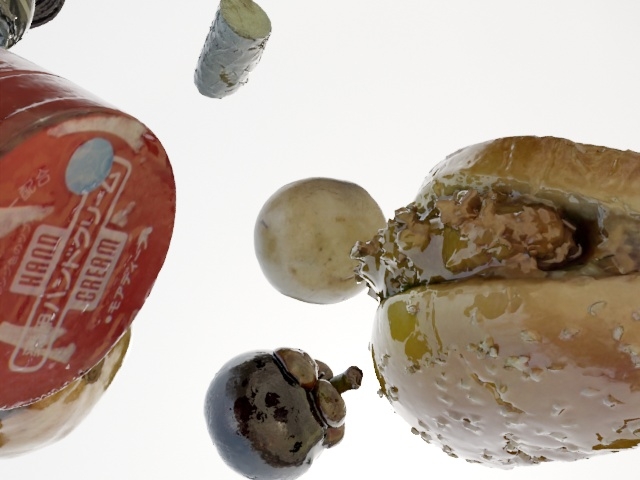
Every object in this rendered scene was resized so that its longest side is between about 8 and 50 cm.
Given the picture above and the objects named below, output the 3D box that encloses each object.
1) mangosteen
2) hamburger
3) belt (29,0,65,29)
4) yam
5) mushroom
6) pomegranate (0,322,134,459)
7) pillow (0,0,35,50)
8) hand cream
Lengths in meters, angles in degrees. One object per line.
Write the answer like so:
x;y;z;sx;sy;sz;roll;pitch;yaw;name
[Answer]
-0.049;0.249;1.637;0.211;0.250;0.211;-25;-90;-89;mangosteen
0.175;0.056;1.066;0.287;0.445;0.268;28;-115;-18;hamburger
-0.465;-0.338;1.466;0.231;0.126;0.139;-9;-83;-35;belt
-0.146;-0.317;1.811;0.107;0.183;0.107;13;-127;-18;yam
0.000;0.000;1.333;0.166;0.166;0.127;50;-171;-18;mushroom
-0.397;0.094;1.279;0.342;0.343;0.342;31;-134;-37;pomegranate
-0.343;-0.342;1.148;0.161;0.093;0.335;56;-161;-48;pillow
-0.223;-0.013;0.743;0.149;0.230;0.230;27;-156;27;hand cream
